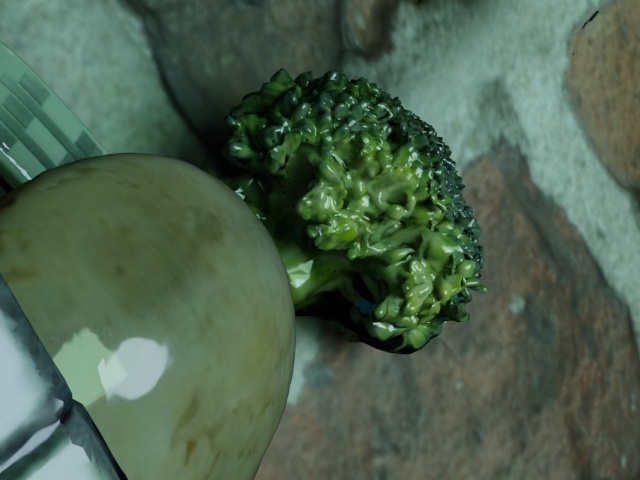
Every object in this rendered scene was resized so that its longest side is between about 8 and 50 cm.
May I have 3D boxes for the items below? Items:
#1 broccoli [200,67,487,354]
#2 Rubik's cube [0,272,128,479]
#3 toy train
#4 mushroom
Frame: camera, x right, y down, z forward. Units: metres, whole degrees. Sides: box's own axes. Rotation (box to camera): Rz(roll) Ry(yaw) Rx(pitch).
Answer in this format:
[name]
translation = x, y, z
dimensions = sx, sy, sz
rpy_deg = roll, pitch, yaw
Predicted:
[broccoli]
translation = 0.000, 0.000, 0.850
dimensions = 0.154, 0.167, 0.160
rpy_deg = 42, 80, 8
[Rubik's cube]
translation = -0.247, 0.109, 0.465
dimensions = 0.287, 0.293, 0.292
rpy_deg = -42, 109, -40
[toy train]
translation = -0.154, -0.060, 0.753
dimensions = 0.234, 0.051, 0.052
rpy_deg = 50, 48, -25
[mushroom]
translation = -0.118, 0.059, 0.680
dimensions = 0.206, 0.209, 0.206
rpy_deg = 6, 90, -85
